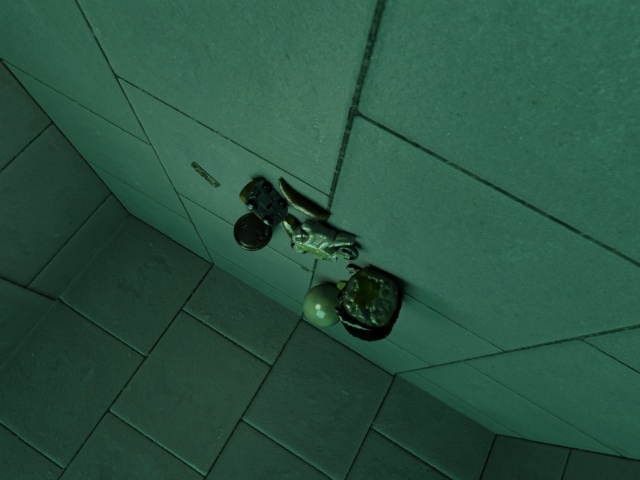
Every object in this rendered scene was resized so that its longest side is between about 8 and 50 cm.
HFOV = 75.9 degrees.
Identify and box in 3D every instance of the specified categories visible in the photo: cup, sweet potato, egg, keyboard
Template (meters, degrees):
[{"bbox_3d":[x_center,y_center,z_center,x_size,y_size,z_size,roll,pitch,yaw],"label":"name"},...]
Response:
[{"bbox_3d":[-0.351,-0.031,2.145,0.196,0.196,0.280,33,169,-2],"label":"cup"},{"bbox_3d":[-0.109,-0.028,1.940,0.077,0.077,0.244,14,151,40],"label":"sweet potato"},{"bbox_3d":[0.022,0.390,2.450,0.258,0.259,0.352,34,162,-6],"label":"egg"},{"bbox_3d":[-0.566,-0.318,2.014,0.166,0.017,0.055,43,157,-27],"label":"keyboard"},{"bbox_3d":[-0.078,-0.150,1.645,0.255,0.058,0.078,37,143,-6],"label":"sweet potato"}]

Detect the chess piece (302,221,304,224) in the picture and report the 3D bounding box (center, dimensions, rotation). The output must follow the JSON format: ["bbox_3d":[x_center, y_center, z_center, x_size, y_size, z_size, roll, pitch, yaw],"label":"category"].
[{"bbox_3d":[-0.058,-0.050,1.866,0.042,0.042,0.093,17,150,36],"label":"chess piece"}]

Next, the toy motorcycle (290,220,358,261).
[{"bbox_3d":[0.000,0.000,1.785,0.340,0.108,0.223,9,142,26],"label":"toy motorcycle"}]

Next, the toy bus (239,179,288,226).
[{"bbox_3d":[-0.250,-0.163,1.767,0.136,0.126,0.209,20,158,51],"label":"toy bus"}]

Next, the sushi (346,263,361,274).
[{"bbox_3d":[0.164,0.137,1.993,0.083,0.044,0.046,17,133,31],"label":"sushi"}]

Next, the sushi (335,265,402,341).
[{"bbox_3d":[0.226,0.313,1.922,0.281,0.299,0.294,41,166,22],"label":"sushi"}]

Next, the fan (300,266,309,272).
[{"bbox_3d":[-0.099,0.170,2.480,0.060,0.003,0.080,17,155,34],"label":"fan"}]

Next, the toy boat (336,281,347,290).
[{"bbox_3d":[0.154,0.265,2.253,0.172,0.065,0.066,19,176,38],"label":"toy boat"}]
